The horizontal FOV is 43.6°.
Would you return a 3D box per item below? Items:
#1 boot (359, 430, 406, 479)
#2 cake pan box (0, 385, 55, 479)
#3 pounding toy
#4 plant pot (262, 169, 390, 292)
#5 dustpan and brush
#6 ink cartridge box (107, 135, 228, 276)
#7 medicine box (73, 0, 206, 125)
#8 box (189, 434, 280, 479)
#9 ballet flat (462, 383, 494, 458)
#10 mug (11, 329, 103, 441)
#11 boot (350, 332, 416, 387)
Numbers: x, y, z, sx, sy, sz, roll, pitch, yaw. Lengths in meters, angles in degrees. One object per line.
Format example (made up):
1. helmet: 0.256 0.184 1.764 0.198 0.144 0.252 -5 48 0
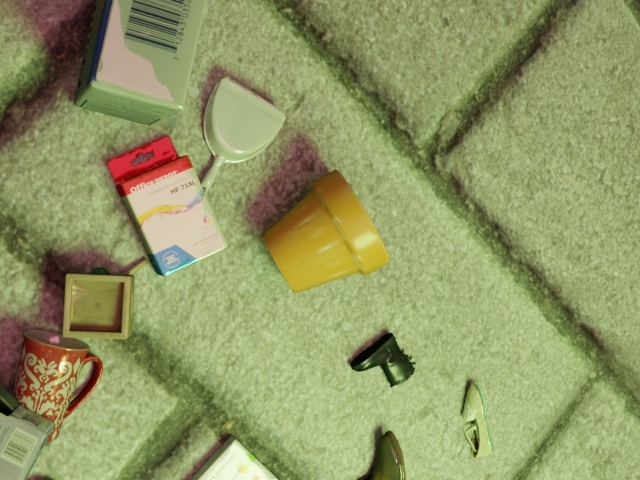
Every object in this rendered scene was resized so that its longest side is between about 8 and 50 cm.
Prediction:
1. boot: 0.111 0.502 1.634 0.106 0.082 0.219 -3 95 -23
2. cake pan box: -0.602 0.355 1.307 0.246 0.070 0.267 27 94 -6
3. pounding toy: -0.382 0.100 1.432 0.130 0.100 0.141 3 89 -7
4. plant pot: 0.000 0.000 1.521 0.188 0.205 0.205 -30 103 -2
5. dustpan and brush: -0.175 -0.181 1.517 0.147 0.060 0.211 30 75 -18
6. ink cartridge box: -0.281 -0.066 1.462 0.134 0.078 0.231 -27 101 -18
7. medicine box: -0.299 -0.346 1.330 0.149 0.289 0.263 12 88 -23
8. box: -0.156 0.494 1.555 0.145 0.038 0.186 -46 105 -14
9. ballet flat: 0.334 0.394 1.730 0.052 0.057 0.168 -16 98 -10
10. mug: -0.461 0.257 1.391 0.150 0.113 0.169 16 90 -19
11. boot: 0.132 0.260 1.653 0.121 0.045 0.099 -36 107 -16
